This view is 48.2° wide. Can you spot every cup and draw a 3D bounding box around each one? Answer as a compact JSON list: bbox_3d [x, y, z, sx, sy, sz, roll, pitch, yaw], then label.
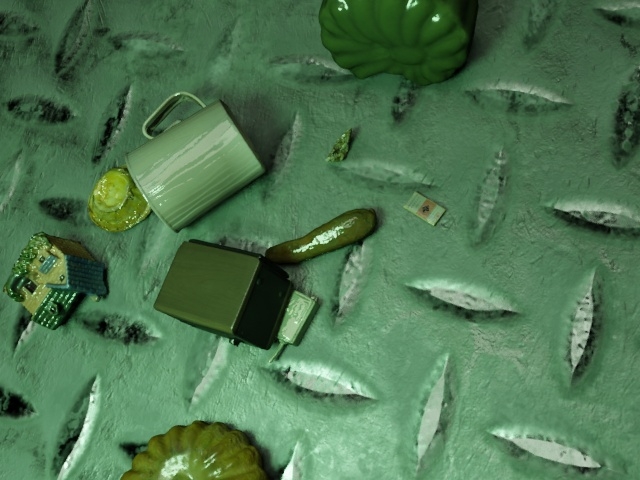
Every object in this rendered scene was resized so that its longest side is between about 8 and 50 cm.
[{"bbox_3d":[-0.300,-0.194,1.691,0.273,0.208,0.288,-32,42,2],"label":"cup"}]

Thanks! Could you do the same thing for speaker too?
[{"bbox_3d":[-0.208,0.117,1.543,0.231,0.153,0.192,12,75,33],"label":"speaker"}]

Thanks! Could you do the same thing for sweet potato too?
[{"bbox_3d":[0.000,0.000,1.600,0.274,0.075,0.075,-23,66,11],"label":"sweet potato"}]

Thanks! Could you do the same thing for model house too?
[{"bbox_3d":[-0.613,0.107,1.685,0.172,0.166,0.182,40,96,21],"label":"model house"}]

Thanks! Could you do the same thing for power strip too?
[{"bbox_3d":[-0.071,0.188,1.562,0.075,0.042,0.175,24,78,21],"label":"power strip"}]

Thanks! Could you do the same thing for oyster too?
[{"bbox_3d":[0.051,-0.217,1.666,0.038,0.080,0.083,39,119,2],"label":"oyster"}]

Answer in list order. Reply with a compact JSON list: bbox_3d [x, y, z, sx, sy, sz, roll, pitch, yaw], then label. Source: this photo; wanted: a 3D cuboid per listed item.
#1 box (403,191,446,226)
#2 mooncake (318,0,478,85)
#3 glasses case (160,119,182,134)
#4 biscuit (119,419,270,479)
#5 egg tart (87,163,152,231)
[{"bbox_3d":[0.231,-0.070,1.589,0.083,0.012,0.046,34,81,25],"label":"box"},{"bbox_3d":[0.174,-0.496,1.600,0.352,0.351,0.187,9,62,18],"label":"mooncake"},{"bbox_3d":[-0.382,-0.274,1.830,0.083,0.021,0.032,-42,68,-3],"label":"glasses case"},{"bbox_3d":[-0.268,0.506,1.434,0.326,0.107,0.325,-11,52,14],"label":"biscuit"},{"bbox_3d":[-0.500,-0.111,1.778,0.191,0.074,0.191,-5,72,15],"label":"egg tart"}]
